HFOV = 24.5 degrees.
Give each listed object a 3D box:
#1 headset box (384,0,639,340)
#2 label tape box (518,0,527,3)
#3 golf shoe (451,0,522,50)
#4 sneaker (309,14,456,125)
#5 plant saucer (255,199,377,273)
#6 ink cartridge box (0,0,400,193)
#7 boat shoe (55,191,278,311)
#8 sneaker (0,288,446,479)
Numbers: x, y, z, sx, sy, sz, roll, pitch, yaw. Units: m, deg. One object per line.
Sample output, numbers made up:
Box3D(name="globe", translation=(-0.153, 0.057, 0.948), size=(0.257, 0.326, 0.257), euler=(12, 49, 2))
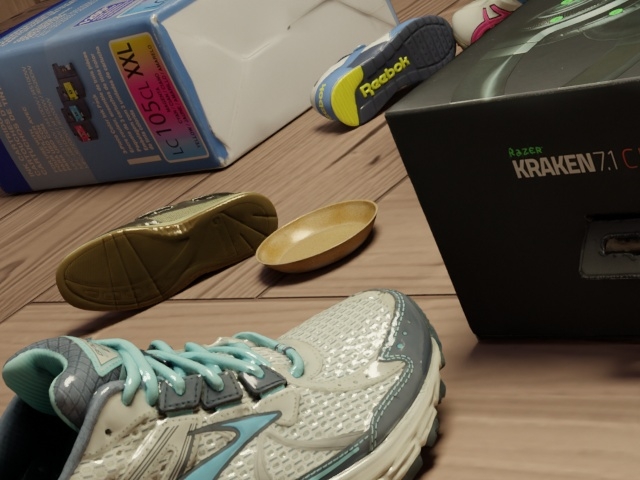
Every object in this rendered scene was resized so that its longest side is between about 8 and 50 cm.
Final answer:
Box3D(name="headset box", translation=(0.207, -0.070, 0.698), size=(0.246, 0.131, 0.283), euler=(-4, 26, 44))
Box3D(name="label tape box", translation=(0.188, -0.220, 0.896), size=(0.334, 0.241, 0.106), euler=(-40, 28, 48))
Box3D(name="golf shoe", translation=(0.166, -0.190, 1.151), size=(0.067, 0.086, 0.186), euler=(-35, 20, -30))
Box3D(name="sneaker", translation=(0.050, -0.142, 1.207), size=(0.144, 0.053, 0.059), euler=(-32, 18, -28))
Box3D(name="plant saucer", translation=(0.000, 0.000, 0.933), size=(0.083, 0.015, 0.083), euler=(-21, 19, 8))
Box3D(name="ink cartridge box", translation=(-0.164, -0.172, 1.399), size=(0.395, 0.151, 0.270), euler=(-6, 25, 46))
Box3D(name="boat shoe", translation=(-0.103, 0.007, 0.988), size=(0.152, 0.056, 0.049), euler=(-17, 12, -12))
Box3D(name="sneaker", translation=(-0.062, 0.084, 0.608), size=(0.283, 0.122, 0.110), euler=(-35, 22, -30))
